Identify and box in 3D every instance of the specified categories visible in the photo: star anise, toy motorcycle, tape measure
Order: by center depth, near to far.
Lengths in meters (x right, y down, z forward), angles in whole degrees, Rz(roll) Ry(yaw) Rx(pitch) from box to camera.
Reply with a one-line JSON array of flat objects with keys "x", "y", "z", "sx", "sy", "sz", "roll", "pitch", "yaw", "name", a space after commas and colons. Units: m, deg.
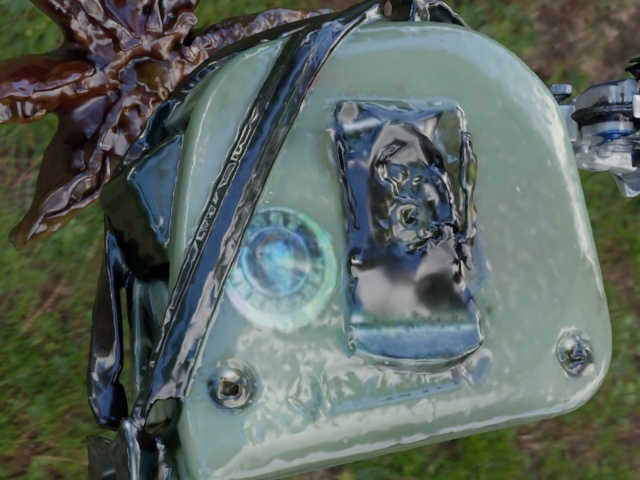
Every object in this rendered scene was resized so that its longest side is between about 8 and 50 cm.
[{"x": 0.000, "y": 0.000, "z": 0.694, "sx": 0.235, "sy": 0.115, "sz": 0.207, "roll": -9, "pitch": 86, "yaw": -23, "name": "tape measure"}, {"x": -0.111, "y": -0.112, "z": 0.998, "sx": 0.288, "sy": 0.088, "sz": 0.288, "roll": -7, "pitch": 105, "yaw": -28, "name": "star anise"}, {"x": 0.252, "y": -0.093, "z": 1.331, "sx": 0.150, "sy": 0.221, "sz": 0.102, "roll": 0, "pitch": 85, "yaw": -12, "name": "toy motorcycle"}]
